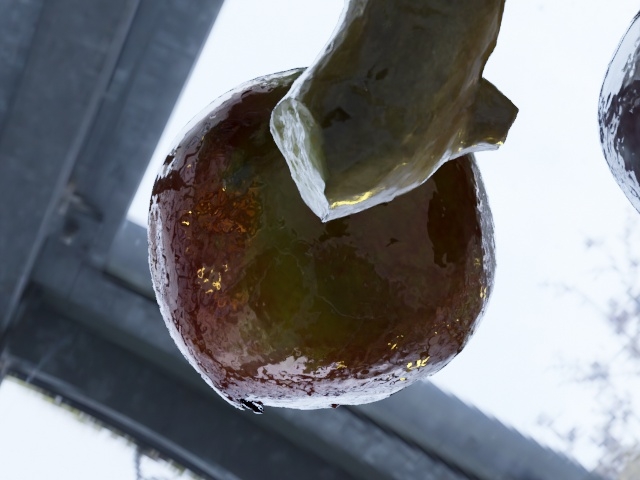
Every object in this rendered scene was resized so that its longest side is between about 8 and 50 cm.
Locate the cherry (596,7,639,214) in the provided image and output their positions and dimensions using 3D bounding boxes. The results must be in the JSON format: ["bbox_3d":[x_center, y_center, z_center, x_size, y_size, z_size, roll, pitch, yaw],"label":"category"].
[{"bbox_3d":[0.289,-0.064,0.996,0.230,0.203,0.300,19,-148,-16],"label":"cherry"}]

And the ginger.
[{"bbox_3d":[0.046,-0.149,0.597,0.118,0.065,0.299,16,-89,-16],"label":"ginger"}]

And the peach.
[{"bbox_3d":[0.000,0.000,1.070,0.231,0.231,0.231,11,-126,-16],"label":"peach"}]
